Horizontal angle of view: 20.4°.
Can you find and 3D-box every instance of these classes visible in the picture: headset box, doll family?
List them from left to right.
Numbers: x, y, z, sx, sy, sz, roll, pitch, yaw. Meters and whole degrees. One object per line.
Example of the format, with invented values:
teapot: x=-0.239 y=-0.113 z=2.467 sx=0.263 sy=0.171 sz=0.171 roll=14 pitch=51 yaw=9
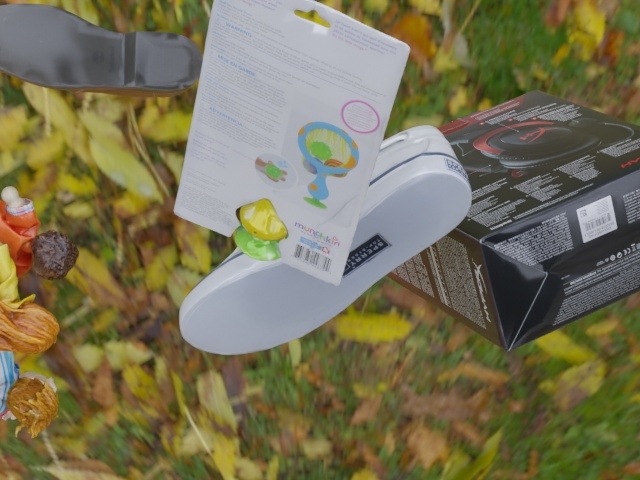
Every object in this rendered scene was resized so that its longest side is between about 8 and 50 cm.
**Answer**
doll family: x=-0.272 y=0.076 z=1.402 sx=0.163 sy=0.263 sz=0.118 roll=28 pitch=46 yaw=12
headset box: x=0.173 y=-0.031 z=1.585 sx=0.218 sy=0.293 sz=0.110 roll=-23 pitch=114 yaw=-18

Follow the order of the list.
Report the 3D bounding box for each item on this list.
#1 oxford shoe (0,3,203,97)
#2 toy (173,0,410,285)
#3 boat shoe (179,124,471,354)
oxford shoe: x=-0.218 y=-0.163 z=1.630 sx=0.212 sy=0.076 sz=0.076 roll=11 pitch=77 yaw=-10
toy: x=-0.018 y=-0.084 z=1.241 sx=0.137 sy=0.237 sz=0.056 roll=24 pitch=43 yaw=8
boat shoe: x=0.000 y=0.000 z=1.400 sx=0.258 sy=0.095 sz=0.084 roll=-28 pitch=40 yaw=11
